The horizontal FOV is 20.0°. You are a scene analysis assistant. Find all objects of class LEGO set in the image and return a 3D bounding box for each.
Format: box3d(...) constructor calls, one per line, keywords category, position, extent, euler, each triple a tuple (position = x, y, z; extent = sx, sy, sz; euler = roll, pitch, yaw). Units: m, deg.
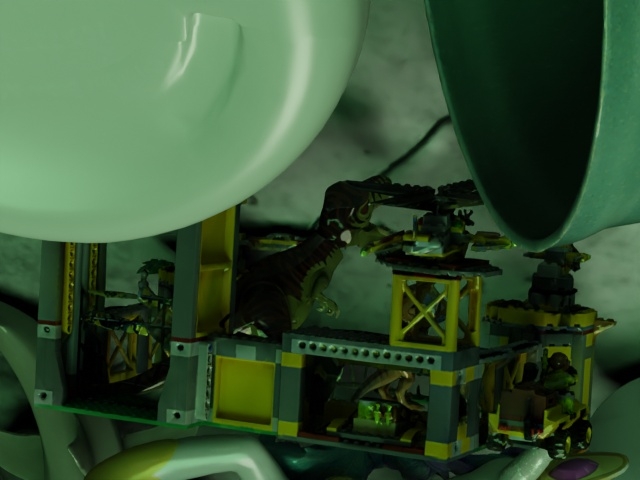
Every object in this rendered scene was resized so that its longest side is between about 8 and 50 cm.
box3d(category="LEGO set", position=(0.000, 0.000, 1.000), extent=(0.331, 0.255, 0.192), euler=(7, 95, 34))

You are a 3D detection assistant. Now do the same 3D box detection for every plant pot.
box3d(category="plant pot", position=(0.164, -0.154, 0.767), extent=(0.196, 0.293, 0.293), euler=(-8, 136, -9))

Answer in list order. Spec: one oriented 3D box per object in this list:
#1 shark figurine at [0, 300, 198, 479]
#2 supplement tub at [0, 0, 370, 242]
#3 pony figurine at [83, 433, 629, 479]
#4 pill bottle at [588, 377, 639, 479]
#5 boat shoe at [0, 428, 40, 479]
box3d(category="shark figurine", position=(-0.187, 0.110, 1.187), extent=(0.166, 0.116, 0.278), euler=(-33, 101, 0))
box3d(category="supplement tub", position=(-0.083, -0.190, 0.715), extent=(0.241, 0.331, 0.241), euler=(6, 135, 6))
box3d(category="pony figurine", position=(0.012, 0.248, 1.148), extent=(0.363, 0.303, 0.351), euler=(-6, 132, 1))
box3d(category="pill bottle", position=(0.258, 0.186, 1.182), extent=(0.121, 0.121, 0.216), euler=(-19, 129, 27))
box3d(category="boat shoe", position=(-0.118, 0.221, 1.307), extent=(0.285, 0.103, 0.092), euler=(29, 138, -9))
